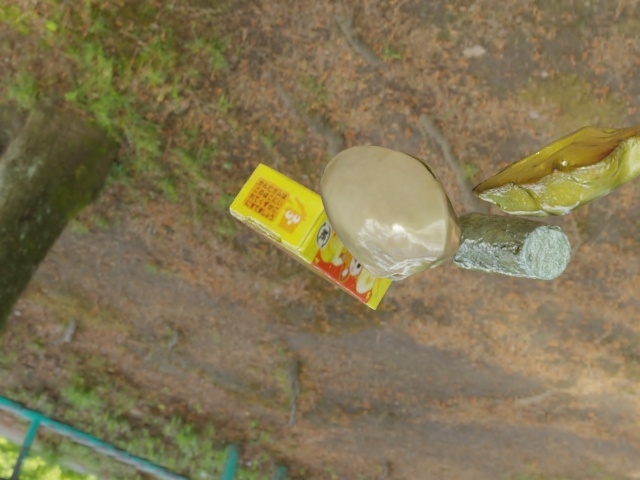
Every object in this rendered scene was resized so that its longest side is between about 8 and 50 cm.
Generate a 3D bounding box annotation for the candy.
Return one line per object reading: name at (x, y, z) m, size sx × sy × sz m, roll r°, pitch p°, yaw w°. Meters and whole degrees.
candy at (0.000, 0.000, 1.370) m, size 0.146 × 0.088 × 0.276 m, roll 29°, pitch 175°, yaw 34°

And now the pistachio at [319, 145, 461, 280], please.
pistachio at (0.083, -0.035, 1.146) m, size 0.126 × 0.152 × 0.223 m, roll 8°, pitch -164°, yaw -39°

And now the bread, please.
bread at (0.327, -0.089, 1.239) m, size 0.088 × 0.160 × 0.233 m, roll 57°, pitch 154°, yaw -8°

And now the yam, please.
yam at (0.324, 0.010, 1.609) m, size 0.194 × 0.107 × 0.107 m, roll 10°, pitch 156°, yaw 49°
